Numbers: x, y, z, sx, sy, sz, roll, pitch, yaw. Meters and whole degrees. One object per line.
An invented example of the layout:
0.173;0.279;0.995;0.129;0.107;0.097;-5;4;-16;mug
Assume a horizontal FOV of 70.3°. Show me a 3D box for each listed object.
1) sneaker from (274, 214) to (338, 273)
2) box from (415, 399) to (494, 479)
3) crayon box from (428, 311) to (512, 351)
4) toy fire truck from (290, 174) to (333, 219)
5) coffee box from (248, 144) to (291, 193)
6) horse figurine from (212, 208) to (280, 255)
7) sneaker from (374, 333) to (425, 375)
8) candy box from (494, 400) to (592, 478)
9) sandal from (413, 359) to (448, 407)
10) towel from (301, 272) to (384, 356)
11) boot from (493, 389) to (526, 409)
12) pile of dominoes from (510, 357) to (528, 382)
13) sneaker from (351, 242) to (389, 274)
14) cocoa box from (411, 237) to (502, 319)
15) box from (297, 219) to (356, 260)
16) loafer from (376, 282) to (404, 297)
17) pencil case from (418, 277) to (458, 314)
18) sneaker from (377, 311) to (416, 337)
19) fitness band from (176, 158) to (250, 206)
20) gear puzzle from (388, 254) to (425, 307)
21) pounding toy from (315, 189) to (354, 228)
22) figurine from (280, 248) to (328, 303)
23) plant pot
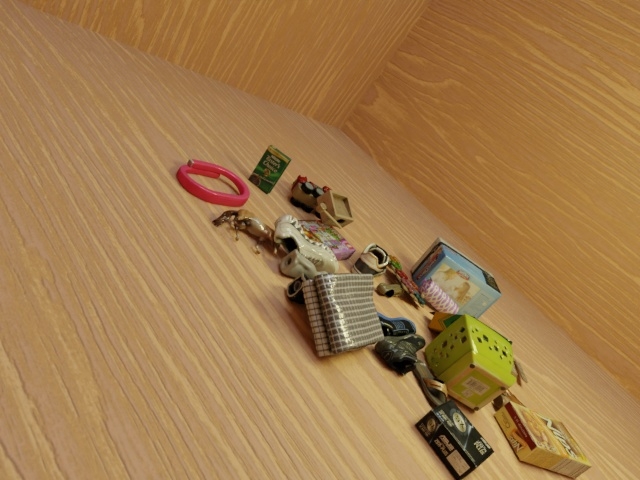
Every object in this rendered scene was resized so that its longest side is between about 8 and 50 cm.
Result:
-0.056;0.042;1.610;0.292;0.110;0.118;40;29;-19;sneaker
0.380;0.561;1.288;0.147;0.077;0.180;8;36;-51;box
0.572;0.371;1.809;0.202;0.081;0.318;32;-12;-10;crayon box
-0.044;-0.230;2.162;0.217;0.158;0.246;26;35;-25;toy fire truck
-0.219;-0.306;1.958;0.113;0.184;0.040;39;21;3;coffee box
-0.235;-0.038;1.566;0.263;0.066;0.174;32;28;-19;horse figurine
0.289;0.380;1.505;0.228;0.087;0.130;8;38;-45;sneaker
0.780;0.701;1.597;0.317;0.087;0.182;26;24;-25;candy box
0.374;0.469;1.481;0.090;0.060;0.219;22;27;-33;sandal
0.081;0.214;1.372;0.284;0.121;0.234;4;66;-55;towel
0.712;0.592;1.742;0.152;0.073;0.197;31;32;-17;boot
0.839;0.554;2.076;0.196;0.040;0.251;40;14;8;pile of dominoes
0.242;0.082;1.967;0.126;0.127;0.321;39;21;9;sneaker
0.650;0.198;2.203;0.347;0.231;0.228;34;23;-8;cocoa box
0.000;0.000;1.851;0.201;0.057;0.293;46;23;20;box
0.293;0.213;1.882;0.148;0.056;0.050;10;37;-35;loafer
0.537;0.264;2.071;0.206;0.086;0.088;45;14;-11;pencil case
0.248;0.315;1.586;0.232;0.081;0.090;18;31;-26;sneaker
-0.392;-0.212;1.692;0.291;0.054;0.209;4;39;-52;fitness band
0.387;0.162;2.067;0.175;0.044;0.339;44;13;-25;gear puzzle
0.040;-0.114;1.936;0.206;0.094;0.180;11;58;-46;pounding toy
-0.021;0.148;1.511;0.209;0.092;0.214;33;20;-32;figurine
0.520;0.433;1.569;0.228;0.227;0.207;34;28;-10;plant pot
